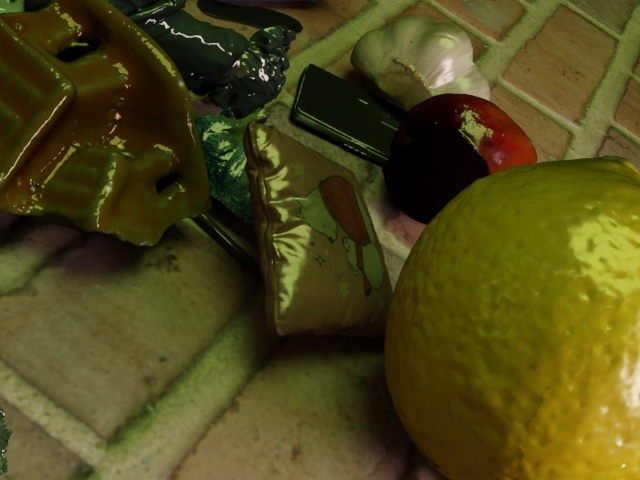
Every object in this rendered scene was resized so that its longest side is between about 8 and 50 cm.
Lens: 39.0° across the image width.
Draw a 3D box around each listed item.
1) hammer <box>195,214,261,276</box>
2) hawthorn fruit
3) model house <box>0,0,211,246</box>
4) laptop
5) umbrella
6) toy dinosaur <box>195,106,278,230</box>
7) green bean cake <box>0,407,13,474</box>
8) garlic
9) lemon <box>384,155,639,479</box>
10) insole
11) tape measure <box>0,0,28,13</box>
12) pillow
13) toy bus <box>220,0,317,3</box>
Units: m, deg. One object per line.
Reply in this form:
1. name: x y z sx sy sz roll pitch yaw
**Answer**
1. hammer: -0.169 -0.061 1.024 0.292 0.029 0.058 43 39 12
2. hawthorn fruit: 0.204 -0.099 1.212 0.251 0.189 0.189 9 41 -39
3. model house: -0.252 -0.102 0.880 0.268 0.173 0.239 40 37 9
4. laptop: 0.060 -0.176 1.321 0.207 0.026 0.154 25 36 -10
5. umbrella: -0.185 -0.244 1.081 0.348 0.143 0.094 12 30 -40
6. toy dinosaur: -0.108 -0.088 1.054 0.363 0.076 0.147 49 48 10
7. green bean cake: -0.295 0.170 0.588 0.208 0.107 0.193 -9 51 -44
8. garlic: 0.165 -0.274 1.397 0.229 0.143 0.178 26 26 8
9. lemon: 0.218 0.089 0.863 0.336 0.336 0.336 20 37 -16
10. insole: -0.108 -0.353 1.427 0.188 0.004 0.064 3 44 -34
11. tape measure: -0.452 -0.283 0.993 0.243 0.125 0.246 4 45 -33
12. pillow: 0.000 0.000 0.963 0.223 0.084 0.236 19 55 -53
13. toy bus: -0.068 -0.462 1.479 0.292 0.133 0.125 -15 51 -42
